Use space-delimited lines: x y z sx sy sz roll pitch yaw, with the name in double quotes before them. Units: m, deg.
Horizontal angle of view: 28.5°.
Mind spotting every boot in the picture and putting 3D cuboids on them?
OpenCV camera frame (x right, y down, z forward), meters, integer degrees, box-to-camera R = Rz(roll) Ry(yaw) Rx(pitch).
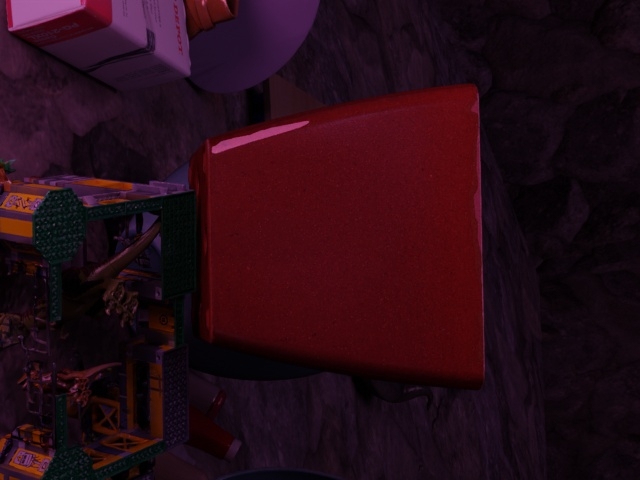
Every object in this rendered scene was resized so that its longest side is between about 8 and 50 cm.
"boot" -0.176 -0.338 1.561 0.073 0.152 0.197 4 74 -63

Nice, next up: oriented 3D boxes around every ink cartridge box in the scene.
"ink cartridge box" -0.248 -0.284 1.407 0.237 0.100 0.172 26 54 -66

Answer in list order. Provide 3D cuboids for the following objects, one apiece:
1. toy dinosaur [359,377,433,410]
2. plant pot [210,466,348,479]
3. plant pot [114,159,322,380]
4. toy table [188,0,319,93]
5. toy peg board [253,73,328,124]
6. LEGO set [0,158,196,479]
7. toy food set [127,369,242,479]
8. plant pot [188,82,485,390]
"toy dinosaur" 0.100 0.199 2.149 0.160 0.121 0.314 -63 143 -45
"plant pot" -0.040 0.413 1.344 0.293 0.293 0.196 -71 171 -58
"plant pot" -0.113 0.032 1.400 0.195 0.290 0.290 -14 92 -36
"toy table" -0.109 -0.350 1.689 0.252 0.274 0.161 14 47 -33
"toy peg board" -0.055 -0.153 1.962 0.160 0.079 0.161 26 52 -48
"LEGO set" -0.247 0.073 1.128 0.255 0.192 0.332 -28 119 -52
"toy food set" -0.139 0.224 1.312 0.111 0.104 0.232 -61 178 24
"plant pot" 0.000 0.000 1.185 0.267 0.235 0.268 171 -82 -78
